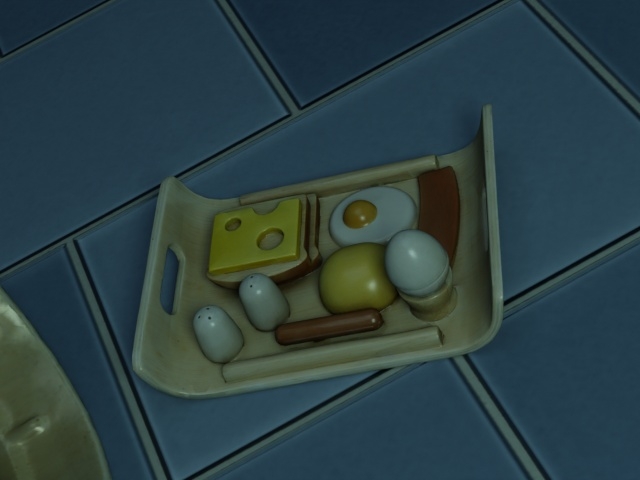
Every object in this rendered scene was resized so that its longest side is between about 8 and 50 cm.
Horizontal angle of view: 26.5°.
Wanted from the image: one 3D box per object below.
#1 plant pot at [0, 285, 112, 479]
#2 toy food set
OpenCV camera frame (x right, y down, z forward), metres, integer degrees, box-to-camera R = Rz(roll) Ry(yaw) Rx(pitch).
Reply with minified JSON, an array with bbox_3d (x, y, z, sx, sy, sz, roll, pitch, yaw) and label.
[{"bbox_3d":[-0.376,0.171,1.007,0.305,0.334,0.334,-37,45,4],"label":"plant pot"},{"bbox_3d":[0.000,0.000,1.124,0.306,0.092,0.220,-11,47,14],"label":"toy food set"}]
